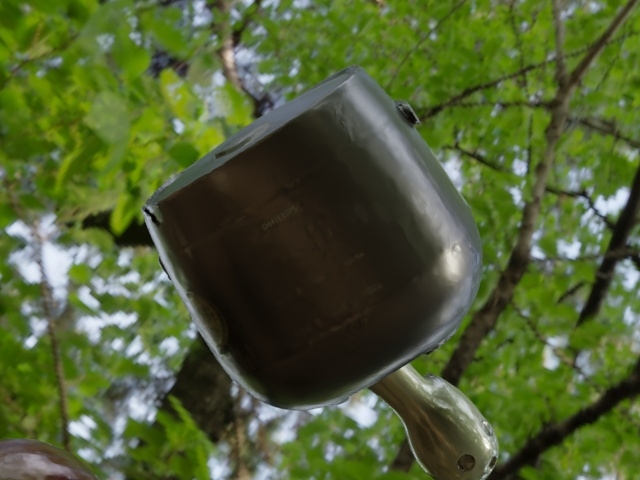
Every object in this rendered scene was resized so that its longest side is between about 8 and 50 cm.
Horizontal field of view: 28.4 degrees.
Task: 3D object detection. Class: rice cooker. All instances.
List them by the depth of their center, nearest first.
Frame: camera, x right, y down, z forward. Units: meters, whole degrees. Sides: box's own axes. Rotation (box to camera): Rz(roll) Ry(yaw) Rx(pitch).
[{"bbox_3d":[0.000,0.000,1.032,0.267,0.267,0.224,-27,-78,38],"label":"rice cooker"}]

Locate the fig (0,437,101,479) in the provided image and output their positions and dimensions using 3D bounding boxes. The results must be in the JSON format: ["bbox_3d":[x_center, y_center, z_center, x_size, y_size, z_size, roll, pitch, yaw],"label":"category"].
[{"bbox_3d":[-0.282,0.249,0.978,0.204,0.186,0.249,-46,-39,18],"label":"fig"}]

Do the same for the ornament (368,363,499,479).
[{"bbox_3d":[0.095,0.150,1.118,0.156,0.081,0.075,46,-51,-8],"label":"ornament"}]
